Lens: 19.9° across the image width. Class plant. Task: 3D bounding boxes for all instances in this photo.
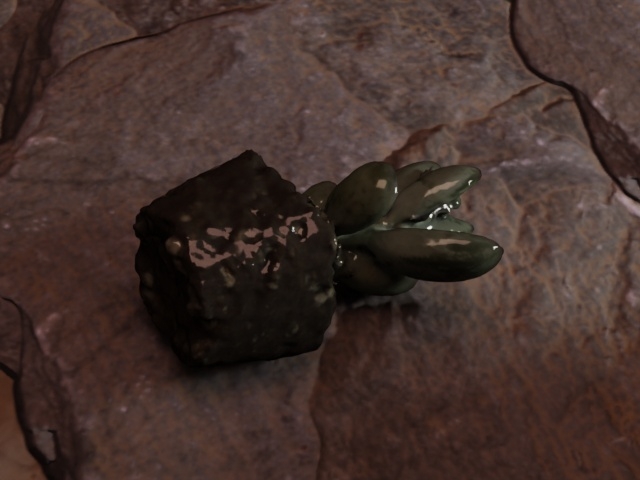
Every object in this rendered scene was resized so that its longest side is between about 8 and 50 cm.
[{"bbox_3d":[-0.002,-0.001,1.414,0.275,0.149,0.146,-14,54,-18],"label":"plant"}]
